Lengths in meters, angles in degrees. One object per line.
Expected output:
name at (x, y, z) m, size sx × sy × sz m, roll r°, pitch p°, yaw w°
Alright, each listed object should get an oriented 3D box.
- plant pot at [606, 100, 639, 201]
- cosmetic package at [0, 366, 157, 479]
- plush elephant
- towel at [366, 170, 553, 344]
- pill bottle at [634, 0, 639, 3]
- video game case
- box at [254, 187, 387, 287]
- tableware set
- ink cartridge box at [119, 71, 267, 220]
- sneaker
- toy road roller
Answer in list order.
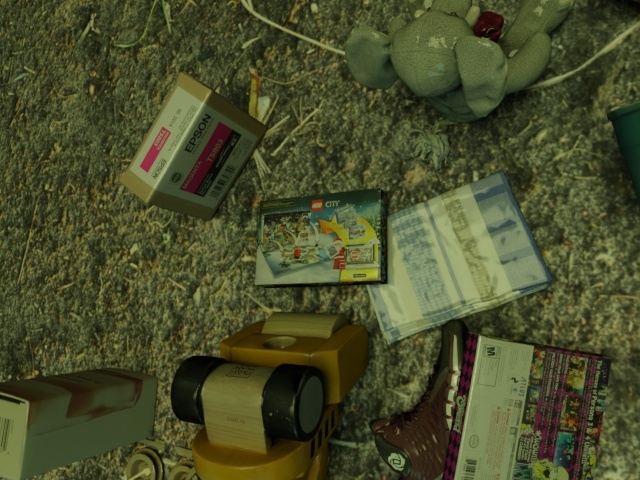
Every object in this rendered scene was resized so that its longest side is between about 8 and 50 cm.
plant pot at (0.521, -0.071, 0.578) m, size 0.272 × 0.272 × 0.255 m, roll -14°, pitch 94°, yaw 21°
cosmetic package at (-0.467, 0.325, 0.915) m, size 0.153 × 0.296 × 0.129 m, roll 2°, pitch 83°, yaw 22°
plush elephant at (0.195, -0.293, 0.732) m, size 0.272 × 0.255 × 0.329 m, roll 21°, pitch 92°, yaw 24°
towel at (0.204, 0.030, 0.810) m, size 0.285 × 0.034 × 0.209 m, roll -23°, pitch 73°, yaw 17°
pill bottle at (0.499, -0.393, 0.691) m, size 0.215 × 0.117 × 0.117 m, roll 39°, pitch 99°, yaw 23°
video game case at (0.289, 0.258, 0.682) m, size 0.211 × 0.042 × 0.231 m, roll 11°, pitch 87°, yaw -10°
box at (0.000, 0.000, 0.856) m, size 0.233 × 0.044 × 0.159 m, roll -4°, pitch 75°, yaw 22°
tableware set at (-0.315, 0.473, 0.970) m, size 0.194 × 0.039 × 0.128 m, roll 2°, pitch 84°, yaw 23°
ink cartridge box at (-0.236, -0.168, 0.935) m, size 0.088 × 0.193 × 0.234 m, roll 36°, pitch 98°, yaw 23°
sneaker at (0.154, 0.262, 0.764) m, size 0.163 × 0.106 × 0.281 m, roll -1°, pitch 83°, yaw 26°
toy road roller at (-0.059, 0.264, 0.755) m, size 0.203 × 0.329 × 0.240 m, roll -1°, pitch 100°, yaw 24°
